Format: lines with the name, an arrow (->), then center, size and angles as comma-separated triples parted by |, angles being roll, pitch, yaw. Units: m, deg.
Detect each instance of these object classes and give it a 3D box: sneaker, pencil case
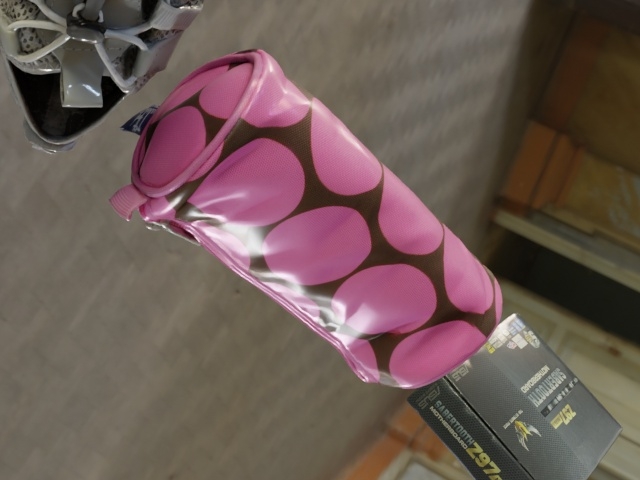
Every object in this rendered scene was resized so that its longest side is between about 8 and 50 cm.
sneaker -> -0.077, -0.110, 0.435 | 0.281, 0.105, 0.115 | 143, -43, -71
pencil case -> 0.000, 0.000, 0.542 | 0.209, 0.095, 0.098 | 39, 82, -32

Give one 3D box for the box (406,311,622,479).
box -> 0.216, 0.188, 1.166 | 0.059, 0.183, 0.233 | -47, 166, 31
